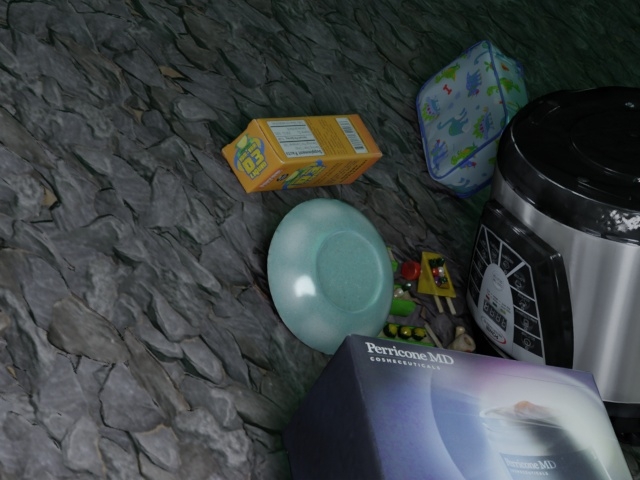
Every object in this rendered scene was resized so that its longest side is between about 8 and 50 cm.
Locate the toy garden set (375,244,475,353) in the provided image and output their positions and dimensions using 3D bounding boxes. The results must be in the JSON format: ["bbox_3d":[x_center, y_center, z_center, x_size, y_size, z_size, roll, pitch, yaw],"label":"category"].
[{"bbox_3d":[0.130,0.097,1.902,0.204,0.049,0.244,11,46,-44],"label":"toy garden set"}]

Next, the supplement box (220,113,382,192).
[{"bbox_3d":[-0.022,-0.117,1.938,0.233,0.078,0.080,-6,62,-52],"label":"supplement box"}]

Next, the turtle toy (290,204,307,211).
[{"bbox_3d":[0.000,0.000,1.830,0.130,0.066,0.095,-12,87,-43],"label":"turtle toy"}]

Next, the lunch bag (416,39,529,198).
[{"bbox_3d":[0.233,-0.184,2.227,0.090,0.176,0.219,30,37,-34],"label":"lunch bag"}]

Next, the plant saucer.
[{"bbox_3d":[0.025,0.040,1.769,0.195,0.037,0.195,9,75,-37],"label":"plant saucer"}]

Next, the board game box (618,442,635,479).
[{"bbox_3d":[0.388,0.370,1.922,0.145,0.027,0.281,18,41,-40],"label":"board game box"}]

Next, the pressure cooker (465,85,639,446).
[{"bbox_3d":[0.390,0.053,1.923,0.376,0.420,0.370,14,35,14],"label":"pressure cooker"}]

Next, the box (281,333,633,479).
[{"bbox_3d":[0.145,0.268,1.412,0.296,0.182,0.294,10,41,-25],"label":"box"}]
